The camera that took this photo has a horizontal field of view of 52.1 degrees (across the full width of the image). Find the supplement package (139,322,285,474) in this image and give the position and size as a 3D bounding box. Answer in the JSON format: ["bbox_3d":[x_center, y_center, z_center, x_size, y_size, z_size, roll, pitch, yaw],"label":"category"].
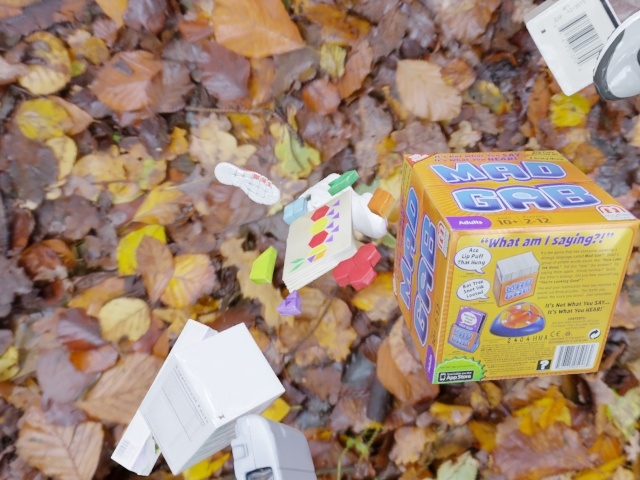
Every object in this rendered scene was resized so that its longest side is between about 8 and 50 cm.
[{"bbox_3d":[-0.186,0.266,1.085,0.134,0.244,0.139,-21,70,-39],"label":"supplement package"}]

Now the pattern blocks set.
[{"bbox_3d":[0.000,0.000,1.106,0.286,0.324,0.026,-24,122,28],"label":"pattern blocks set"}]

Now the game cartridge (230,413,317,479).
[{"bbox_3d":[-0.028,0.352,0.730,0.062,0.198,0.297,-18,67,10],"label":"game cartridge"}]

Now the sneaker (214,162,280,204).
[{"bbox_3d":[-0.156,-0.136,1.467,0.158,0.065,0.061,29,109,4],"label":"sneaker"}]

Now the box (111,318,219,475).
[{"bbox_3d":[-0.318,0.325,1.373,0.067,0.063,0.323,15,69,34],"label":"box"}]

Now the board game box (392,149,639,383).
[{"bbox_3d":[0.374,0.041,1.383,0.357,0.356,0.356,-2,120,-7],"label":"board game box"}]

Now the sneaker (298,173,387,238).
[{"bbox_3d":[0.054,-0.064,1.623,0.152,0.305,0.114,-26,122,-18],"label":"sneaker"}]

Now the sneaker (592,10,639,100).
[{"bbox_3d":[0.488,-0.274,0.856,0.272,0.108,0.100,-33,111,27],"label":"sneaker"}]

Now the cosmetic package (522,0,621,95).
[{"bbox_3d":[0.469,-0.383,1.215,0.129,0.296,0.153,-31,101,23],"label":"cosmetic package"}]
